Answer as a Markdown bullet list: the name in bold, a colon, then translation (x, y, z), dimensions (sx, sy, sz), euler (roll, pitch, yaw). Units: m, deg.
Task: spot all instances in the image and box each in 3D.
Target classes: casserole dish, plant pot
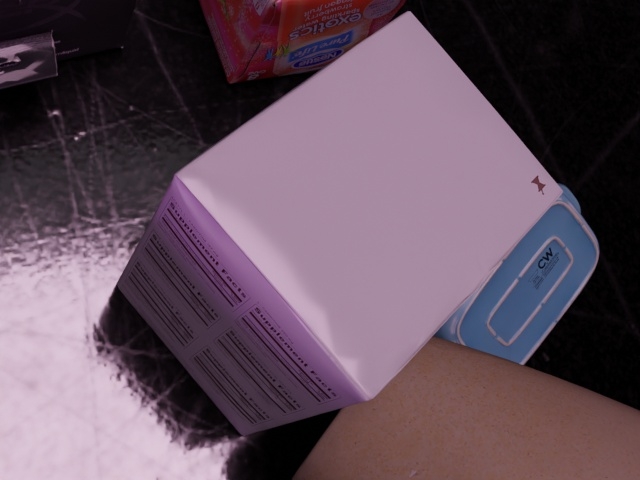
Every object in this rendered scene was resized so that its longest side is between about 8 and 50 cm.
- **casserole dish**: translation (0.156, 0.036, 0.588), dimensions (0.188, 0.037, 0.114), euler (-50, 119, -8)
- **plant pot**: translation (0.126, 0.188, 0.471), dimensions (0.274, 0.256, 0.256), euler (35, 61, 10)

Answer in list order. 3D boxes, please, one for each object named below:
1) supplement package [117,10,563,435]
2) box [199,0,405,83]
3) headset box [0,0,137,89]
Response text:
- **supplement package**: translation (0.000, 0.000, 0.483), dimensions (0.194, 0.203, 0.149), euler (-41, 91, -30)
- **box**: translation (-0.044, -0.274, 0.607), dimensions (0.128, 0.122, 0.256), euler (-15, 78, -28)
- **headset box**: translation (-0.271, -0.233, 0.501), dimensions (0.218, 0.110, 0.293), euler (-23, 82, -28)
